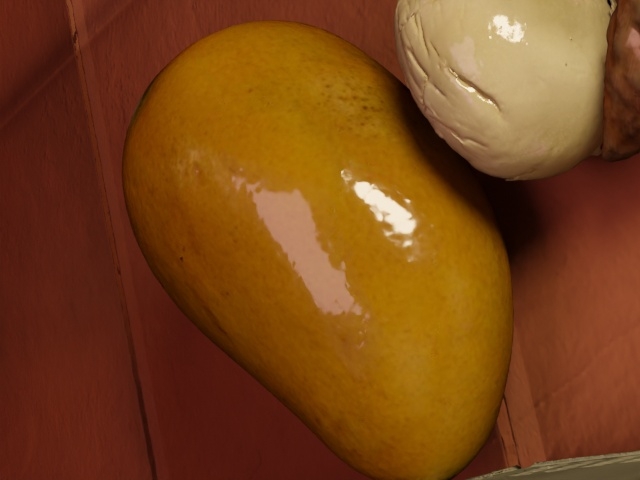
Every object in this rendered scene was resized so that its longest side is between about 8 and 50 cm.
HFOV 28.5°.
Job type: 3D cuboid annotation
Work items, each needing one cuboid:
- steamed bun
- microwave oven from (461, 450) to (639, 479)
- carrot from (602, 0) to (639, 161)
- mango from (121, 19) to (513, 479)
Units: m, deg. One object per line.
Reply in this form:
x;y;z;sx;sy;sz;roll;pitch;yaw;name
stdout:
0.098;-0.098;0.632;0.091;0.112;0.130;-47;50;50;steamed bun
0.137;0.251;0.564;0.237;0.181;0.295;-23;76;53;microwave oven
0.176;-0.140;0.529;0.102;0.101;0.263;51;136;39;carrot
0.000;0.000;0.749;0.317;0.173;0.211;51;135;31;mango
